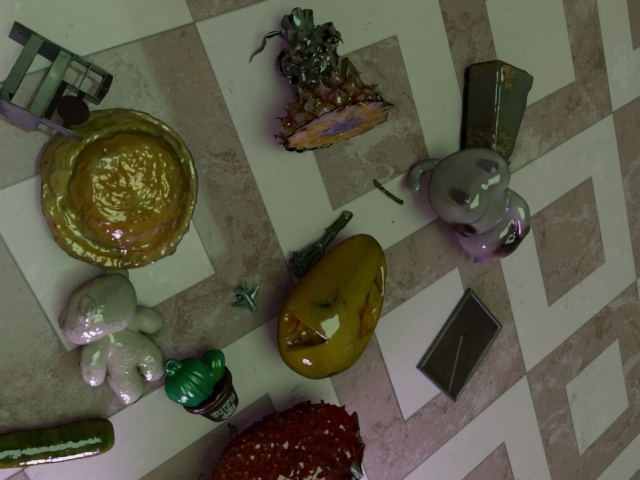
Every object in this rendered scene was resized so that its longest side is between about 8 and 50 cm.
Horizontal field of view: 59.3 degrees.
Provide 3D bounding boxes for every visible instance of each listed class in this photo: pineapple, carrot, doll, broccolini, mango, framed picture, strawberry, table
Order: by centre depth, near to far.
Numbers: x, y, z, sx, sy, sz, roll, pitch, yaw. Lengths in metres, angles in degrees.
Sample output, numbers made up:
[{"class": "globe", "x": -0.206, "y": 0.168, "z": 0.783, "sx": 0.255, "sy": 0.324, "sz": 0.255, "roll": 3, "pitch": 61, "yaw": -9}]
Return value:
[{"class": "table", "x": -0.472, "y": -0.264, "z": 0.969, "sx": 0.175, "sy": 0.062, "sz": 0.146, "roll": 29, "pitch": 60, "yaw": -30}, {"class": "carrot", "x": -0.568, "y": 0.385, "z": 1.039, "sx": 0.359, "sy": 0.074, "sz": 0.074, "roll": 3, "pitch": 96, "yaw": -31}, {"class": "doll", "x": -0.405, "y": 0.193, "z": 1.096, "sx": 0.149, "sy": 0.175, "sz": 0.278, "roll": -12, "pitch": 118, "yaw": 8}, {"class": "pineapple", "x": -0.007, "y": -0.360, "z": 1.215, "sx": 0.263, "sy": 0.262, "sz": 0.271, "roll": -15, "pitch": 82, "yaw": -30}, {"class": "strawberry", "x": -0.074, "y": 0.493, "z": 1.279, "sx": 0.344, "sy": 0.292, "sz": 0.292, "roll": 13, "pitch": 91, "yaw": -17}, {"class": "mango", "x": 0.035, "y": 0.146, "z": 1.306, "sx": 0.365, "sy": 0.182, "sz": 0.253, "roll": -64, "pitch": 147, "yaw": -18}, {"class": "broccolini", "x": -0.001, "y": 0.000, "z": 1.355, "sx": 0.216, "sy": 0.058, "sz": 0.067, "roll": -52, "pitch": 157, "yaw": -23}, {"class": "doll", "x": 0.424, "y": -0.088, "z": 1.491, "sx": 0.370, "sy": 0.226, "sz": 0.215, "roll": 40, "pitch": 76, "yaw": -30}, {"class": "framed picture", "x": 0.423, "y": 0.316, "z": 1.680, "sx": 0.213, "sy": 0.016, "sz": 0.289, "roll": 45, "pitch": 74, "yaw": -30}]

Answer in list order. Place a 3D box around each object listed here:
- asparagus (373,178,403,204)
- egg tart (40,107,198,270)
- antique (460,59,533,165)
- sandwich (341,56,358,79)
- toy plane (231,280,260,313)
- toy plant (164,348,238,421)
[{"class": "asparagus", "x": 0.175, "y": -0.124, "z": 1.456, "sx": 0.114, "sy": 0.014, "sz": 0.015, "roll": 33, "pitch": 46, "yaw": -32}, {"class": "egg tart", "x": -0.356, "y": -0.097, "z": 1.044, "sx": 0.319, "sy": 0.128, "sz": 0.318, "roll": -1, "pitch": 91, "yaw": -35}, {"class": "antique", "x": 0.470, "y": -0.332, "z": 1.541, "sx": 0.150, "sy": 0.125, "sz": 0.284, "roll": 6, "pitch": 95, "yaw": -32}, {"class": "sandwich", "x": 0.071, "y": -0.391, "z": 1.338, "sx": 0.044, "sy": 0.031, "sz": 0.083, "roll": 4, "pitch": 95, "yaw": -31}, {"class": "toy plane", "x": -0.165, "y": 0.133, "z": 1.273, "sx": 0.080, "sy": 0.033, "sz": 0.083, "roll": -39, "pitch": 123, "yaw": -22}, {"class": "toy plant", "x": -0.250, "y": 0.302, "z": 1.198, "sx": 0.143, "sy": 0.105, "sz": 0.200, "roll": -43, "pitch": 126, "yaw": -18}]
